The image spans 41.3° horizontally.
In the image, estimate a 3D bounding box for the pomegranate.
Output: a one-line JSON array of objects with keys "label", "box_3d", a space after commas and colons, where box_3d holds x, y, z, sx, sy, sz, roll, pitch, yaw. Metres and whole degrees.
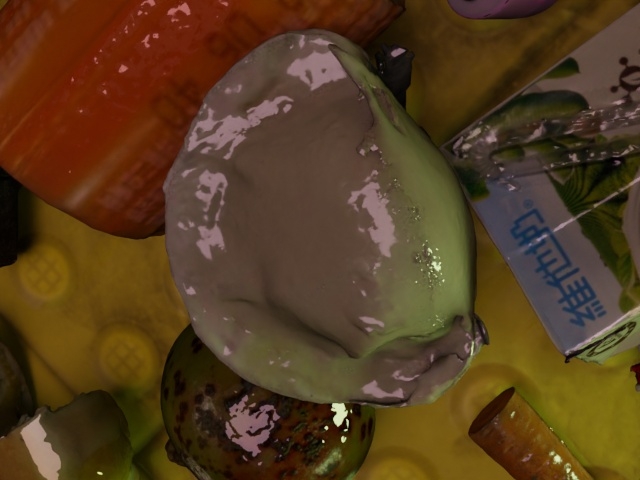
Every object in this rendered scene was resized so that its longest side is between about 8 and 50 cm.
[{"label": "pomegranate", "box_3d": [-0.017, 0.139, 0.754, 0.246, 0.198, 0.198, -6, 101, -18]}]

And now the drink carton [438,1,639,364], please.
[{"label": "drink carton", "box_3d": [0.278, -0.072, 0.609, 0.325, 0.132, 0.194, -35, 64, 19]}]

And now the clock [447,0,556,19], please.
[{"label": "clock", "box_3d": [0.160, -0.302, 0.592, 0.248, 0.090, 0.227, -32, 78, 49]}]

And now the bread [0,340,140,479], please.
[{"label": "bread", "box_3d": [-0.341, 0.235, 0.868, 0.333, 0.160, 0.332, 4, 101, 18]}]

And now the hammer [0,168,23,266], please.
[{"label": "hammer", "box_3d": [-0.484, -0.123, 0.879, 0.409, 0.095, 0.242, 12, 104, 16]}]

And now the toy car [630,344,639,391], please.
[{"label": "toy car", "box_3d": [0.316, 0.071, 0.676, 0.139, 0.112, 0.112, -14, 82, 28]}]

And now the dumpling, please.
[{"label": "dumpling", "box_3d": [0.012, -0.009, 0.631, 0.205, 0.163, 0.292, -14, 109, 36]}]

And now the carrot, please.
[{"label": "carrot", "box_3d": [0.226, 0.222, 0.755, 0.210, 0.061, 0.061, 43, 109, 1]}]

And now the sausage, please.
[{"label": "sausage", "box_3d": [-0.109, -0.172, 0.684, 0.287, 0.233, 0.233, -40, 88, 21]}]
